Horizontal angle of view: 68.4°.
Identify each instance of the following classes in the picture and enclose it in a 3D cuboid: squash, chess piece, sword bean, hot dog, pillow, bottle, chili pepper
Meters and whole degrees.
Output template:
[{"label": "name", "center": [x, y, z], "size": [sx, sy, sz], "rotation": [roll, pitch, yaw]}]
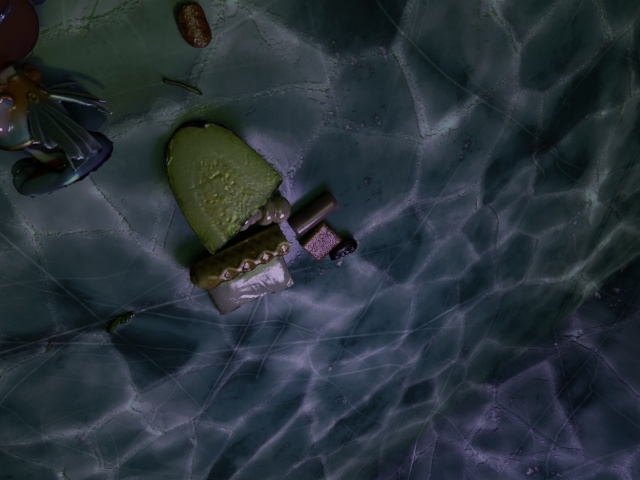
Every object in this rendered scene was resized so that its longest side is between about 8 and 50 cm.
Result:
[{"label": "squash", "center": [-0.241, -0.131, 1.034], "size": [0.237, 0.204, 0.155], "rotation": [-45, 153, 1]}, {"label": "chess piece", "center": [-0.151, -0.075, 1.165], "size": [0.171, 0.094, 0.094], "rotation": [-8, 124, -29]}, {"label": "sword bean", "center": [-0.284, -0.319, 0.976], "size": [0.083, 0.012, 0.012], "rotation": [11, 114, -33]}, {"label": "hot dog", "center": [-0.245, -0.418, 0.915], "size": [0.058, 0.035, 0.083], "rotation": [-26, 130, -12]}, {"label": "pillow", "center": [-0.194, 0.113, 1.291], "size": [0.230, 0.050, 0.148], "rotation": [-25, 123, -13]}, {"label": "bottle", "center": [-0.018, -0.070, 1.261], "size": [0.140, 0.053, 0.053], "rotation": [-38, 131, -2]}, {"label": "chili pepper", "center": [-0.509, 0.207, 1.196], "size": [0.083, 0.022, 0.027], "rotation": [-37, 98, -1]}]

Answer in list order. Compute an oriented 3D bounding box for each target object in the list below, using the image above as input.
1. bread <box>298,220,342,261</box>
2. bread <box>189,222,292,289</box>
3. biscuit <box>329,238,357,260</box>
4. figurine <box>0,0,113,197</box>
[{"label": "bread", "center": [0.000, 0.000, 1.330], "size": [0.094, 0.035, 0.090], "rotation": [-46, 130, 6]}, {"label": "bread", "center": [-0.205, 0.043, 1.201], "size": [0.270, 0.098, 0.087], "rotation": [-25, 153, -12]}, {"label": "biscuit", "center": [0.067, 0.028, 1.380], "size": [0.089, 0.027, 0.087], "rotation": [-44, 155, 28]}, {"label": "figurine", "center": [-0.490, -0.278, 0.746], "size": [0.248, 0.276, 0.387], "rotation": [-13, 127, 8]}]
